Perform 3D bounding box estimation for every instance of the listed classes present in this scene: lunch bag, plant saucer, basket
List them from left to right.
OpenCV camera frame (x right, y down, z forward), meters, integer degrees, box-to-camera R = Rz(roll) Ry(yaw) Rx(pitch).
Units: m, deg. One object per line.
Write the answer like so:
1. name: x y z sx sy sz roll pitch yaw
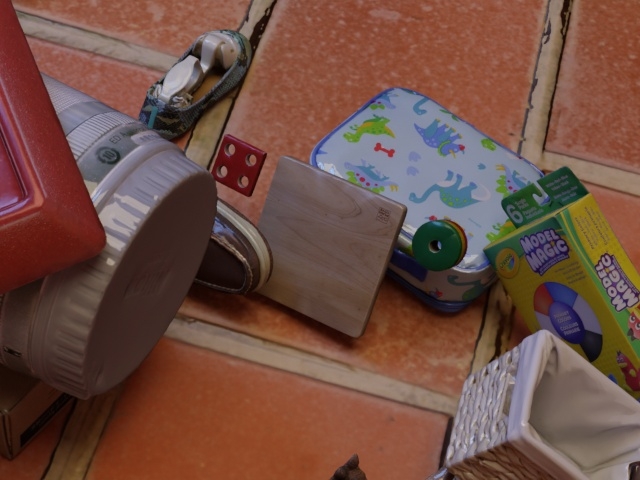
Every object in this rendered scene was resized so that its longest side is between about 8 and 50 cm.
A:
1. plant saucer: -0.314 -0.062 0.961 0.259 0.047 0.259 -22 67 -8
2. lunch bag: 0.100 -0.042 1.354 0.219 0.090 0.176 35 54 17
3. basket: 0.198 0.174 1.149 0.167 0.103 0.113 38 47 -21

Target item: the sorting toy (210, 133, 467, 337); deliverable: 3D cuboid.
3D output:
1. sorting toy: 0.000 0.000 1.287 0.275 0.132 0.046 24 15 21

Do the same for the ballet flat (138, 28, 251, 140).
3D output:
1. ballet flat: -0.126 -0.179 1.445 0.070 0.070 0.188 24 52 10

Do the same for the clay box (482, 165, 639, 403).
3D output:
1. clay box: 0.231 0.052 1.221 0.053 0.127 0.222 -31 89 -28

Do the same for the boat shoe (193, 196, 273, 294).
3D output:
1. boat shoe: -0.169 -0.007 1.280 0.257 0.095 0.095 25 38 25

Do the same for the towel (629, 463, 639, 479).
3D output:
1. towel: 0.398 0.205 1.240 0.237 0.037 0.329 16 51 3

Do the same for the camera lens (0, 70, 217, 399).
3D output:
1. camera lens: -0.248 -0.026 1.088 0.274 0.219 0.219 26 52 12

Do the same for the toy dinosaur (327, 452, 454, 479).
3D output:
1. toy dinosaur: 0.041 0.291 1.067 0.200 0.127 0.296 46 42 13

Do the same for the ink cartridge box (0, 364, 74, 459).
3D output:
1. ink cartridge box: -0.298 0.050 1.219 0.235 0.088 0.193 33 56 16
